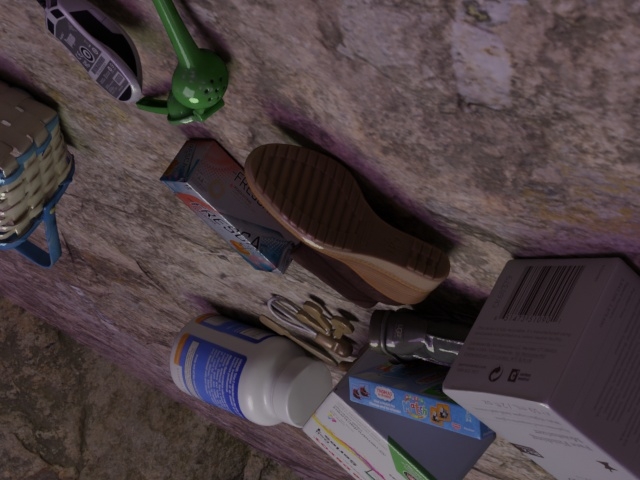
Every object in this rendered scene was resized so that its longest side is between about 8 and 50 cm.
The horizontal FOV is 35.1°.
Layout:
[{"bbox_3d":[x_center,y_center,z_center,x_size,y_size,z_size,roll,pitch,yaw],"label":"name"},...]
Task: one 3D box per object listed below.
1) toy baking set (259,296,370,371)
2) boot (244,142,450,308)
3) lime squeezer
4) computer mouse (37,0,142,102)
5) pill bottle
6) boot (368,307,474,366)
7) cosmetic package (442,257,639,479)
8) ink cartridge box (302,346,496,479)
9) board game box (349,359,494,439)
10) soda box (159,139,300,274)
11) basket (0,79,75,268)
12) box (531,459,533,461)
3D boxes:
[{"bbox_3d":[0.019,0.146,1.519,0.197,0.030,0.256,43,156,-22],"label":"toy baking set"},{"bbox_3d":[0.000,0.000,1.081,0.248,0.090,0.207,32,159,-14],"label":"boot"},{"bbox_3d":[-0.141,-0.154,0.968,0.109,0.059,0.310,31,162,0],"label":"lime squeezer"},{"bbox_3d":[-0.232,-0.213,0.964,0.193,0.042,0.106,47,153,-12],"label":"computer mouse"},{"bbox_3d":[-0.116,0.226,1.722,0.272,0.152,0.152,15,155,40],"label":"pill bottle"},{"bbox_3d":[0.176,0.121,1.162,0.208,0.076,0.189,2,178,20],"label":"boot"},{"bbox_3d":[0.246,0.127,0.935,0.183,0.151,0.151,39,161,-22],"label":"cosmetic package"},{"bbox_3d":[0.100,0.269,1.429,0.201,0.117,0.278,42,159,7],"label":"ink cartridge box"},{"bbox_3d":[0.162,0.174,1.203,0.211,0.160,0.039,5,105,50],"label":"board game box"},{"bbox_3d":[-0.099,-0.038,1.179,0.058,0.063,0.183,8,150,49],"label":"soda box"},{"bbox_3d":[-0.468,-0.096,1.375,0.254,0.201,0.289,28,151,6],"label":"basket"},{"bbox_3d":[0.350,0.257,1.246,0.232,0.059,0.183,17,157,37],"label":"box"}]
